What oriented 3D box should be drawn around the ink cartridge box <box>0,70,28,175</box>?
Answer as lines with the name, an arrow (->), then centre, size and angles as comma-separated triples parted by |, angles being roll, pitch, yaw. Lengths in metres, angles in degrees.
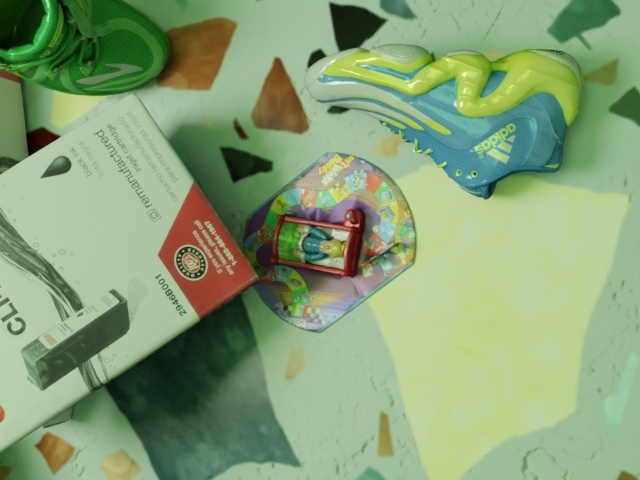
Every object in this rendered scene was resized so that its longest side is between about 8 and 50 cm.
ink cartridge box -> -0.409, -0.072, 1.016 | 0.207, 0.117, 0.283 | -9, 85, 18

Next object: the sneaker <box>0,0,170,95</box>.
sneaker -> -0.250, -0.182, 0.881 | 0.123, 0.295, 0.109 | 37, 107, 39

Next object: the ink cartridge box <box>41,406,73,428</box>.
ink cartridge box -> -0.305, 0.127, 1.010 | 0.122, 0.052, 0.089 | 14, 93, 20

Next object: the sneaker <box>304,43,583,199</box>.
sneaker -> 0.099, -0.099, 0.860 | 0.240, 0.091, 0.126 | 2, 90, 18

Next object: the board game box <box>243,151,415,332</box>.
board game box -> 0.000, 0.000, 0.921 | 0.168, 0.033, 0.133 | -37, 78, 14

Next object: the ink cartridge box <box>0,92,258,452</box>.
ink cartridge box -> -0.223, 0.032, 0.884 | 0.273, 0.114, 0.197 | -34, 90, -9
